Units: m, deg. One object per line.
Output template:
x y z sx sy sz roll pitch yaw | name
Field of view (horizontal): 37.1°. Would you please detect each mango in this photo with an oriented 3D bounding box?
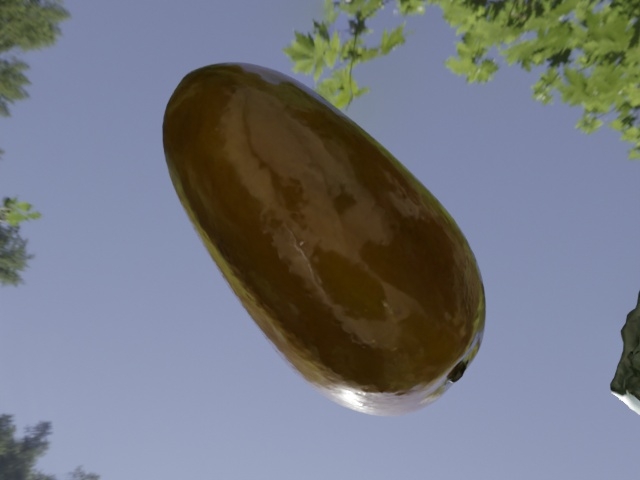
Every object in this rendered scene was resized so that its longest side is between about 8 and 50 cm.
0.005 0.003 0.586 0.139 0.175 0.254 -47 -65 -11 | mango

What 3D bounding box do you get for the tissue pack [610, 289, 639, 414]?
0.349 0.089 0.337 0.387 0.287 0.162 24 -93 -10 | tissue pack
